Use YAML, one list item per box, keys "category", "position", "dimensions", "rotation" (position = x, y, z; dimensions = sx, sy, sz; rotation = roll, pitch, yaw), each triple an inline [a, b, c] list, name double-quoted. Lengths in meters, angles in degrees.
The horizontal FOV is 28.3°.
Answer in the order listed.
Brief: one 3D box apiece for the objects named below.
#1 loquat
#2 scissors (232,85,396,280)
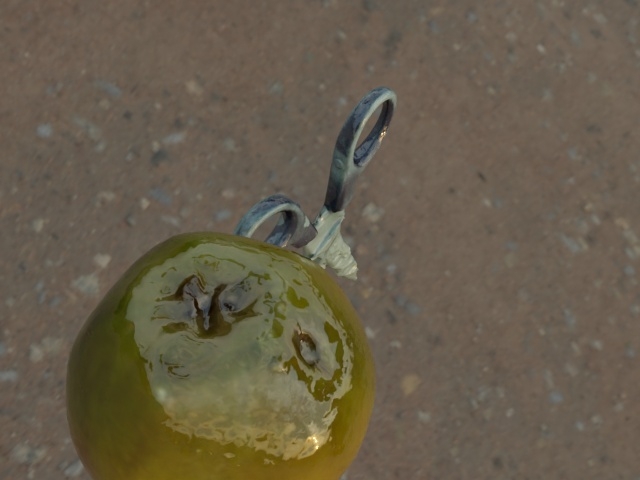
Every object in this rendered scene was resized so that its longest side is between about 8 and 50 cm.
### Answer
- category: "loquat"
  position: [-0.069, 0.108, 0.888]
  dimensions: [0.214, 0.246, 0.213]
  rotation: [-1, 57, 2]
- category: "scissors"
  position: [0.000, 0.000, 1.472]
  dimensions: [0.029, 0.383, 0.256]
  rotation: [38, 69, 19]
